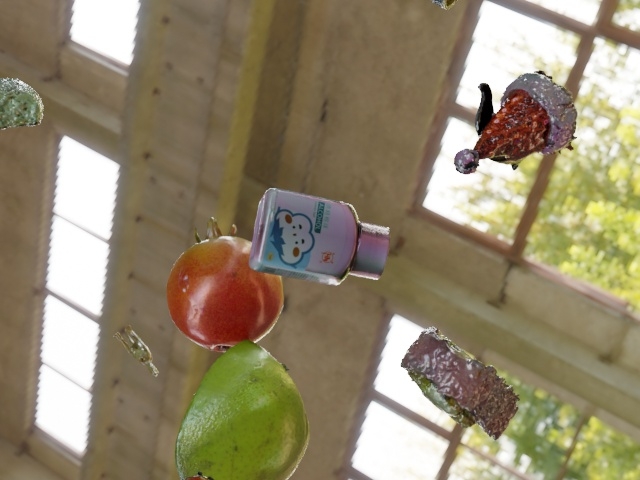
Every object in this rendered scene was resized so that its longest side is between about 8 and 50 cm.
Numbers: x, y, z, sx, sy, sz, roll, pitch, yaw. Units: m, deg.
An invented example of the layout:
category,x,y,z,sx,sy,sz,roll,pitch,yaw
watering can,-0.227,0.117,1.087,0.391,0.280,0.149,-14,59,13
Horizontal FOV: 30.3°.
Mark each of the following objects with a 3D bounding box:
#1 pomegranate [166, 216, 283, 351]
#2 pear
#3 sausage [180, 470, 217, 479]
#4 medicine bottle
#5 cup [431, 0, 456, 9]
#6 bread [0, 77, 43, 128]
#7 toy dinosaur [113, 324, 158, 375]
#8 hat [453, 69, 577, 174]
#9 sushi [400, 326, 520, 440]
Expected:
category,x,y,z,sx,sy,sz,roll,pitch,yaw
pomegranate,-0.179,0.081,2.214,0.221,0.256,0.221,-11,-24,-5
pear,-0.142,0.355,2.093,0.239,0.139,0.288,-26,-61,-36
sausage,-0.198,0.444,1.793,0.264,0.083,0.083,-90,22,-76
medicine bottle,0.000,0.000,1.706,0.094,0.188,0.119,137,143,-76
cup,0.113,-0.369,1.338,0.176,0.155,0.131,-60,-10,-21
bread,-0.520,-0.198,1.712,0.172,0.232,0.064,-40,-48,-58
toy dinosaur,-0.371,0.234,2.449,0.039,0.126,0.162,-40,-6,-7
hat,0.274,-0.148,1.727,0.227,0.129,0.140,-34,-43,-30
sushi,0.224,0.233,1.953,0.107,0.161,0.241,-50,-36,-2
